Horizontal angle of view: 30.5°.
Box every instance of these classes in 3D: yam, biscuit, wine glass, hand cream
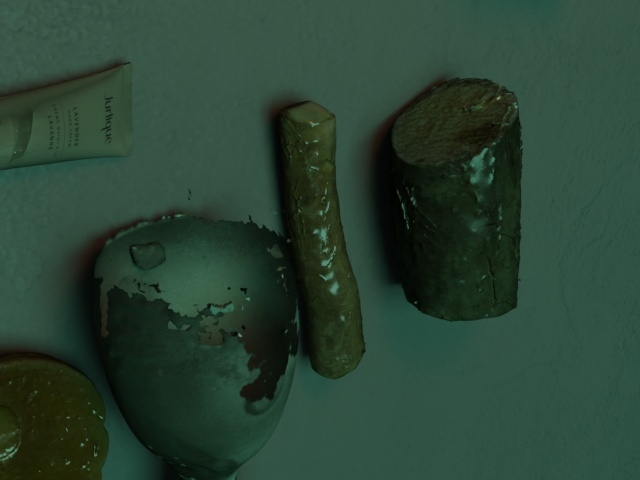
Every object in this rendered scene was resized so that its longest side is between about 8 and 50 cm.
[{"bbox_3d":[0.144,-0.032,1.245,0.154,0.154,0.254,-21,122,-31],"label":"yam"},{"bbox_3d":[0.000,0.000,1.197,0.066,0.066,0.300,-24,120,-29],"label":"yam"},{"bbox_3d":[-0.288,0.184,1.051,0.208,0.049,0.181,-2,107,-39],"label":"biscuit"},{"bbox_3d":[-0.109,0.150,1.093,0.190,0.190,0.357,-16,120,-32],"label":"wine glass"},{"bbox_3d":[-0.237,-0.097,0.993,0.186,0.054,0.087,-17,120,-39],"label":"hand cream"}]
